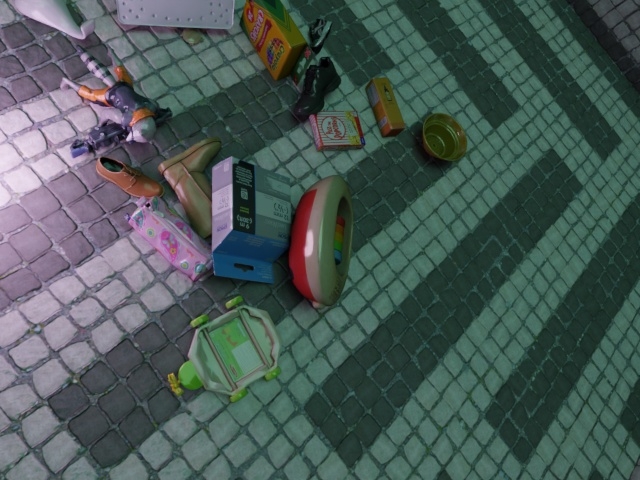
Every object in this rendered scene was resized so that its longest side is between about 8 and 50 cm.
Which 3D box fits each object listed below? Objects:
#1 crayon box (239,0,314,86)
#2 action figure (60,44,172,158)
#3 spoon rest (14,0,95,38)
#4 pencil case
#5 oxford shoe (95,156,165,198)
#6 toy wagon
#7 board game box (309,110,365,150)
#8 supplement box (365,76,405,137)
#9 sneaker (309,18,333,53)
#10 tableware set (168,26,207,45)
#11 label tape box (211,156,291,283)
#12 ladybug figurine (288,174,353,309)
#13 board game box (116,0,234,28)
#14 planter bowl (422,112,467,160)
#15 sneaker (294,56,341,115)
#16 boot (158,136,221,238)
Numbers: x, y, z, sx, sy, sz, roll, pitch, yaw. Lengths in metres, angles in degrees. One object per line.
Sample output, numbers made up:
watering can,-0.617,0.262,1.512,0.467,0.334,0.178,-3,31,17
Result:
crayon box,-0.164,-0.737,1.654,0.081,0.202,0.319,-32,87,-27
action figure,-0.640,-0.406,1.372,0.330,0.178,0.341,43,60,5
spoon rest,-0.842,-0.726,1.448,0.276,0.084,0.137,33,62,4
pencil case,-0.437,-0.007,1.360,0.284,0.124,0.124,45,63,-5
oxford shoe,-0.578,-0.189,1.383,0.212,0.076,0.076,24,64,-16
toy wagon,-0.285,0.338,1.346,0.344,0.068,0.267,-27,85,-27
board game box,0.065,-0.420,1.740,0.193,0.045,0.147,-9,77,-25
supplement box,0.262,-0.541,1.844,0.077,0.080,0.234,-12,80,-26
sneaker,-0.016,-0.825,1.830,0.077,0.072,0.178,23,58,-2
tableware set,-0.481,-0.788,1.640,0.168,0.020,0.141,36,66,-10
label tape box,-0.209,-0.056,1.422,0.249,0.115,0.348,15,64,-47
ladybug figurine,0.000,0.000,1.475,0.161,0.305,0.450,0,65,19
board game box,-0.473,-0.912,1.483,0.389,0.390,0.050,-9,42,-25
planter bowl,0.495,-0.413,1.893,0.217,0.090,0.218,6,72,-21
sneaker,-0.026,-0.575,1.692,0.286,0.108,0.130,-62,145,-31
boot,-0.356,-0.171,1.468,0.236,0.089,0.270,-35,89,-17
